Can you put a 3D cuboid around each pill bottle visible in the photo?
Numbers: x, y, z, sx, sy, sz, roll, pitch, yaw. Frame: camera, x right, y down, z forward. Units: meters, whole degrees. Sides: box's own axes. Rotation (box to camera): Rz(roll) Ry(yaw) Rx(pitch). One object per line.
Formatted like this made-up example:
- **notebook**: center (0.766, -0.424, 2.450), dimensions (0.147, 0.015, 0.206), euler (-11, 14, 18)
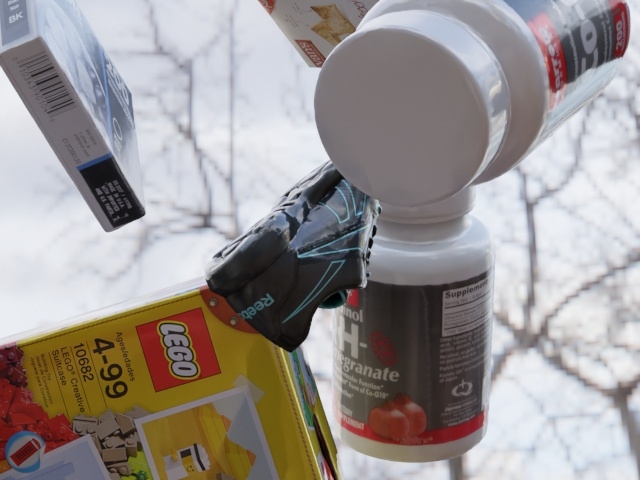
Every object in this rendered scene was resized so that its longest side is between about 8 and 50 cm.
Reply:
- **pill bottle**: center (0.100, 0.065, 2.085), dimensions (0.176, 0.176, 0.318), euler (0, -69, -1)
- **pill bottle**: center (0.119, -0.135, 1.469), dimensions (0.161, 0.161, 0.283), euler (-20, 10, 33)

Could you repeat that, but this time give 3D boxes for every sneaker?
- **sneaker**: center (0.000, 0.000, 1.712), dimensions (0.106, 0.267, 0.101), euler (51, -43, -6)

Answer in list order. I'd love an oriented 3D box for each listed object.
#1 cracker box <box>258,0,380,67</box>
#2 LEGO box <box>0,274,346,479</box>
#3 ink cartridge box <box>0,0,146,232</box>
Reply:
- **cracker box**: center (0.052, -0.270, 2.274), dimensions (0.232, 0.067, 0.155), euler (7, -29, 37)
- **LEGO box**: center (-0.155, 0.308, 1.917), dimensions (0.372, 0.500, 0.193), euler (-17, 4, 5)
- **ink cartridge box**: center (-0.202, -0.146, 1.515), dimensions (0.045, 0.208, 0.206), euler (-21, -44, 6)
